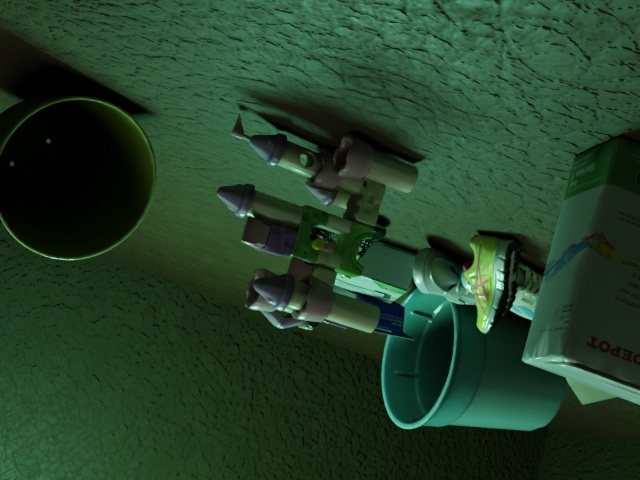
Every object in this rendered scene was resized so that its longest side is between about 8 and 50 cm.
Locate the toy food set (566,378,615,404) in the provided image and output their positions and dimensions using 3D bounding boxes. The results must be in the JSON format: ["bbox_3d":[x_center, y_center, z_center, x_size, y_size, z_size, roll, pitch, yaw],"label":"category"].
[{"bbox_3d":[0.657,0.270,2.055,0.220,0.092,0.306,-17,152,18],"label":"toy food set"}]

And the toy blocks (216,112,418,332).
[{"bbox_3d":[-0.052,-0.017,1.451,0.260,0.288,0.309,18,171,-19],"label":"toy blocks"}]

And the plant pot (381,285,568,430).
[{"bbox_3d":[0.368,0.291,2.170,0.334,0.340,0.341,13,170,-20],"label":"plant pot"}]

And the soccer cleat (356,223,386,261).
[{"bbox_3d":[0.081,0.003,1.822,0.060,0.072,0.179,20,167,-12],"label":"soccer cleat"}]

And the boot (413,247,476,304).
[{"bbox_3d":[0.285,0.075,1.855,0.124,0.095,0.258,3,170,31],"label":"boot"}]

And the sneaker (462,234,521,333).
[{"bbox_3d":[0.300,0.073,1.684,0.094,0.081,0.208,23,128,29],"label":"sneaker"}]

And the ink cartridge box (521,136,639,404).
[{"bbox_3d":[0.383,0.047,1.122,0.202,0.278,0.117,21,167,-11],"label":"ink cartridge box"}]

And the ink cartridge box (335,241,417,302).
[{"bbox_3d":[0.111,0.063,2.011,0.153,0.086,0.208,19,168,-1],"label":"ink cartridge box"}]

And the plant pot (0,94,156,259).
[{"bbox_3d":[-0.473,-0.139,1.634,0.275,0.274,0.294,28,180,-38],"label":"plant pot"}]

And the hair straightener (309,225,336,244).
[{"bbox_3d":[0.000,0.000,2.009,0.089,0.047,0.230,-19,153,1],"label":"hair straightener"}]

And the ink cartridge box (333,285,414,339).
[{"bbox_3d":[0.074,0.138,2.208,0.165,0.065,0.333,16,-172,-40],"label":"ink cartridge box"}]

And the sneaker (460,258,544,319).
[{"bbox_3d":[0.384,0.091,1.763,0.229,0.087,0.092,16,162,-4],"label":"sneaker"}]

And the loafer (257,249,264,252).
[{"bbox_3d":[-0.073,0.000,2.089,0.148,0.050,0.056,5,152,-15],"label":"loafer"}]
